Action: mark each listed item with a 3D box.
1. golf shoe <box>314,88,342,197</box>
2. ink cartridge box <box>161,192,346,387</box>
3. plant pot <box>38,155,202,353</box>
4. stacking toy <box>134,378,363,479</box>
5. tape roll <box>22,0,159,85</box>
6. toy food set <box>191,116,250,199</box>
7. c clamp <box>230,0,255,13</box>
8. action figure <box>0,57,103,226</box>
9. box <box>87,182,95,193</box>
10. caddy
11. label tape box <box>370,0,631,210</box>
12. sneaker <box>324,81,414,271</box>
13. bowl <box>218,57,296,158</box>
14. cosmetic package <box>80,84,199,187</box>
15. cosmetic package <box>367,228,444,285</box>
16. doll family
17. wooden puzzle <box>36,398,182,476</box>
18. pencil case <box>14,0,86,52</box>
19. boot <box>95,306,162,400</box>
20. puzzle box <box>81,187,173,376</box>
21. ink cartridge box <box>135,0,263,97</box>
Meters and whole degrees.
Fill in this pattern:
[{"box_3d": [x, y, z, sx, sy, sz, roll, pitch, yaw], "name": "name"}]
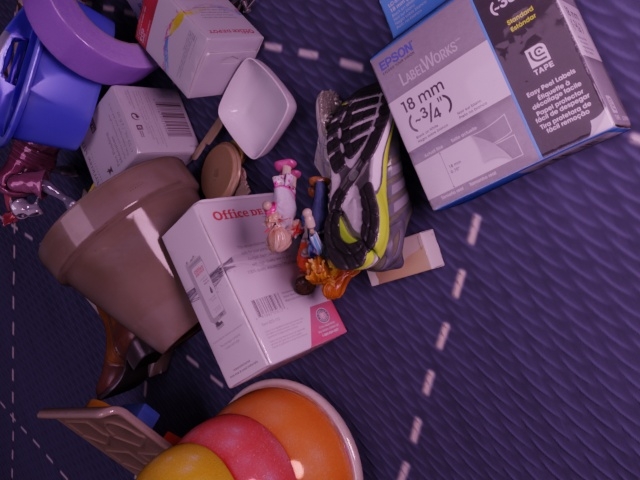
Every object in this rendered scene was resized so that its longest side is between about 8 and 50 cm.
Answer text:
[{"box_3d": [0.011, -0.150, 0.933, 0.086, 0.069, 0.176, -12, 90, 46], "name": "golf shoe"}, {"box_3d": [-0.109, 0.074, 0.983, 0.117, 0.207, 0.283, -36, 75, 36], "name": "ink cartridge box"}, {"box_3d": [-0.306, 0.047, 1.100, 0.280, 0.323, 0.323, 50, 127, 4], "name": "plant pot"}, {"box_3d": [-0.183, 0.414, 0.911, 0.350, 0.480, 0.350, -5, 81, 34], "name": "stacking toy"}, {"box_3d": [-0.394, -0.433, 1.071, 0.090, 0.275, 0.275, -17, 88, 40], "name": "tape roll"}, {"box_3d": [-0.178, -0.127, 1.092, 0.132, 0.038, 0.192, -44, 54, 32], "name": "toy food set"}, {"box_3d": [-0.167, -0.470, 1.046, 0.137, 0.022, 0.161, -33, 79, 44], "name": "c clamp"}, {"box_3d": [-0.665, -0.205, 1.336, 0.248, 0.276, 0.370, 22, 85, 54], "name": "action figure"}, {"box_3d": [-0.484, -0.058, 1.283, 0.058, 0.087, 0.232, 24, 83, 33], "name": "box"}, {"box_3d": [-0.550, -0.337, 1.146, 0.241, 0.179, 0.341, 17, 90, 53], "name": "caddy"}, {"box_3d": [0.195, -0.237, 0.734, 0.240, 0.106, 0.334, -27, 82, 39], "name": "label tape box"}, {"box_3d": [0.078, -0.091, 0.846, 0.111, 0.121, 0.300, -4, 72, 37], "name": "sneaker"}, {"box_3d": [-0.105, -0.232, 1.018, 0.142, 0.053, 0.142, 52, 127, 19], "name": "bowl"}, {"box_3d": [-0.372, -0.200, 1.181, 0.183, 0.151, 0.151, -32, 77, 39], "name": "cosmetic package"}, {"box_3d": [0.125, 0.027, 0.887, 0.115, 0.041, 0.060, -23, 84, 40], "name": "cosmetic package"}, {"box_3d": [0.000, 0.000, 0.877, 0.118, 0.263, 0.163, -3, 64, 13], "name": "doll family"}, {"box_3d": [-0.414, 0.443, 1.300, 0.322, 0.080, 0.348, -15, 130, 41], "name": "wooden puzzle"}, {"box_3d": [-0.586, -0.596, 1.273, 0.183, 0.160, 0.410, 34, 120, 52], "name": "pencil case"}, {"box_3d": [-0.495, 0.202, 1.337, 0.280, 0.096, 0.264, 55, 131, 20], "name": "boot"}, {"box_3d": [-0.468, 0.094, 1.387, 0.409, 0.052, 0.272, 41, 122, 26], "name": "puzzle box"}, {"box_3d": [-0.216, -0.359, 1.024, 0.176, 0.128, 0.127, 49, 132, 18], "name": "ink cartridge box"}]
